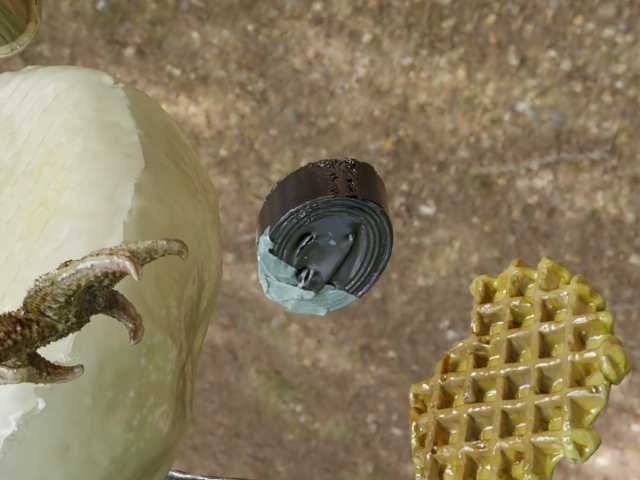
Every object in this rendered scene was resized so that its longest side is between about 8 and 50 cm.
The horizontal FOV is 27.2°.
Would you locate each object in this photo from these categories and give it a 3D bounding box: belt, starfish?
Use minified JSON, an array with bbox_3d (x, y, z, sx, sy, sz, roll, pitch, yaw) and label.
[{"bbox_3d":[0.000,0.000,1.502,0.151,0.078,0.198,9,133,-17],"label":"belt"},{"bbox_3d":[-0.075,0.023,0.400,0.028,0.078,0.091,52,145,5],"label":"starfish"}]

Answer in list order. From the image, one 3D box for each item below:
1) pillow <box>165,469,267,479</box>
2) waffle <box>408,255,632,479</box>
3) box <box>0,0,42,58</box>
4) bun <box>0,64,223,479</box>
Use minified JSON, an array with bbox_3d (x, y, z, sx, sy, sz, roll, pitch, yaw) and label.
[{"bbox_3d":[-0.080,0.306,1.180,0.141,0.055,0.208,2,104,25],"label":"pillow"},{"bbox_3d":[0.176,0.139,1.271,0.253,0.249,0.056,-43,128,14],"label":"waffle"},{"bbox_3d":[-0.317,-0.197,1.076,0.177,0.111,0.111,-4,148,4],"label":"box"},{"bbox_3d":[-0.149,0.057,0.611,0.287,0.287,0.146,-2,149,40],"label":"bun"}]
